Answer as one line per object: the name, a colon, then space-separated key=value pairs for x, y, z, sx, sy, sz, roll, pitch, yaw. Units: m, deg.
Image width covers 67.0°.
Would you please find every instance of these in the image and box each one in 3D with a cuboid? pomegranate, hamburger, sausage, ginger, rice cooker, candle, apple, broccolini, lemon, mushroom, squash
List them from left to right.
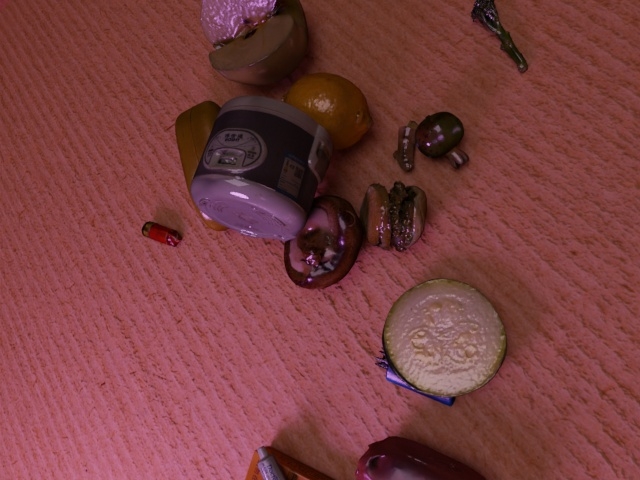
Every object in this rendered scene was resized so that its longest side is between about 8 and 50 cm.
candle: x=-0.455 y=-0.017 z=1.402 sx=0.131 sy=0.052 sz=0.051 roll=17 pitch=84 yaw=24
apple: x=-0.170 y=-0.569 z=1.317 sx=0.258 sy=0.233 sz=0.295 roll=-24 pitch=86 yaw=30
rice cooker: x=-0.130 y=-0.165 z=1.098 sx=0.289 sy=0.288 sz=0.276 roll=9 pitch=70 yaw=24
mushroom: x=0.012 y=0.005 z=1.148 sx=0.231 sy=0.138 sz=0.194 roll=-55 pitch=28 yaw=17
lemon: x=0.015 y=-0.318 z=1.201 sx=0.257 sy=0.188 sz=0.188 roll=23 pitch=87 yaw=21
hamburger: x=0.169 y=-0.045 z=1.099 sx=0.131 sy=0.184 sz=0.159 roll=0 pitch=42 yaw=-14
ginger: x=0.210 y=-0.235 z=1.180 sx=0.058 sy=0.044 sz=0.137 roll=10 pitch=82 yaw=6
sausage: x=0.203 y=0.488 z=0.947 sx=0.280 sy=0.152 sz=0.152 roll=15 pitch=83 yaw=23
squash: x=0.256 y=0.207 z=1.019 sx=0.252 sy=0.049 sz=0.251 roll=-7 pitch=63 yaw=15
pomegranate: x=0.285 y=-0.228 z=1.118 sx=0.115 sy=0.114 sz=0.142 roll=-37 pitch=92 yaw=11
broccolini: x=0.425 y=-0.489 z=1.142 sx=0.067 sy=0.058 sz=0.216 roll=-26 pitch=69 yaw=12

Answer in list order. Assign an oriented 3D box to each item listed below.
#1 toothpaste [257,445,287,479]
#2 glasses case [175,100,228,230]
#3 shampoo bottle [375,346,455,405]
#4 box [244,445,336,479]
toothpaste: x=-0.083 y=0.547 z=1.034 sx=0.064 sy=0.041 sz=0.218 roll=-32 pitch=71 yaw=7
glasses case: x=-0.285 y=-0.217 z=1.310 sx=0.141 sy=0.173 sz=0.371 roll=-23 pitch=69 yaw=13
shampoo bottle: x=0.209 y=0.282 z=1.048 sx=0.183 sy=0.050 sz=0.087 roll=17 pitch=81 yaw=25
box: x=-0.046 y=0.597 z=1.066 sx=0.274 sy=0.076 sz=0.174 roll=16 pitch=85 yaw=25
